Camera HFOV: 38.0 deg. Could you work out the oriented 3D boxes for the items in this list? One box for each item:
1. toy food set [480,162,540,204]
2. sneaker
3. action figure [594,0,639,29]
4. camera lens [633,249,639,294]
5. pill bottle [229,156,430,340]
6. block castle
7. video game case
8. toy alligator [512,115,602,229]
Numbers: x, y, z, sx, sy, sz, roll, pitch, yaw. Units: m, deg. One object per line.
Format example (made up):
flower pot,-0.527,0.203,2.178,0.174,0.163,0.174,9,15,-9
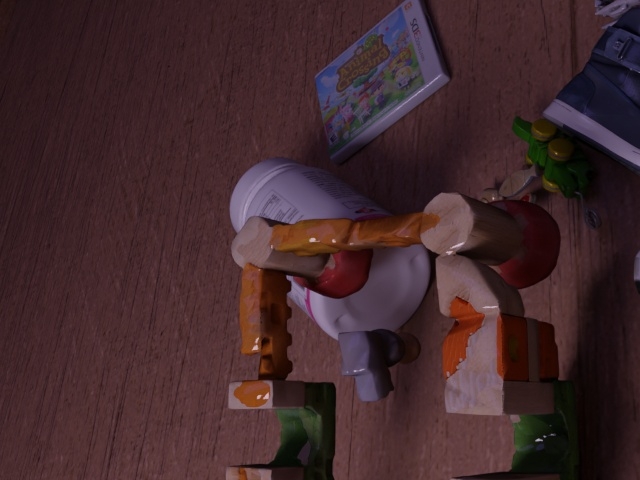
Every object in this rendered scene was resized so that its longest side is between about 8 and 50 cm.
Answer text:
toy food set,0.212,-0.033,1.071,0.122,0.019,0.078,-28,50,54
sneaker,0.350,-0.139,0.924,0.163,0.086,0.226,-54,51,10
action figure,0.384,-0.344,1.044,0.185,0.099,0.285,-20,56,31
camera lens,0.393,-0.014,0.703,0.274,0.219,0.219,-57,37,3
pill bottle,0.000,0.000,1.186,0.160,0.160,0.283,-56,37,4
block castle,0.083,0.186,0.881,0.303,0.213,0.453,-7,78,36
video game case,0.083,-0.239,1.365,0.212,0.023,0.193,-36,43,28
toy alligator,0.276,-0.081,1.026,0.051,0.056,0.190,-15,46,-13
